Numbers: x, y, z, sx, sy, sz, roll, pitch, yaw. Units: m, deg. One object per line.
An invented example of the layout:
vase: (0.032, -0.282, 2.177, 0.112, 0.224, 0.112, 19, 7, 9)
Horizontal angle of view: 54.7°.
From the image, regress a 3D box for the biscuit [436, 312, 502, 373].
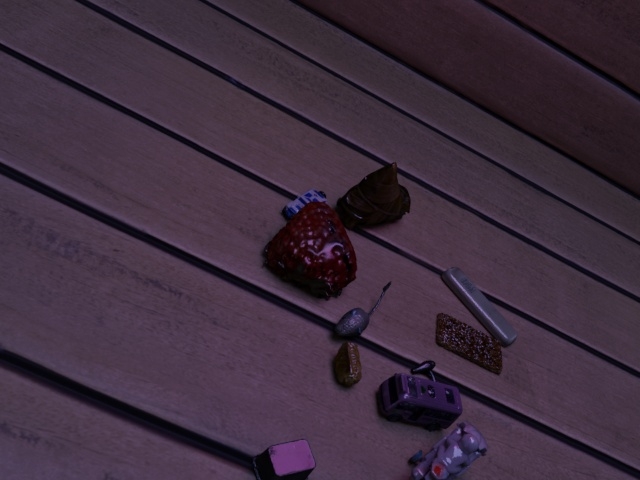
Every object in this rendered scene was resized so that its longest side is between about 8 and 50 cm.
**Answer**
biscuit: (0.450, 0.307, 1.859, 0.231, 0.025, 0.131, 26, 40, -10)

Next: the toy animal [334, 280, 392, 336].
toy animal: (0.122, 0.200, 1.696, 0.253, 0.079, 0.070, -31, 93, -47)

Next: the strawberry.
strawberry: (0.011, 0.015, 1.721, 0.253, 0.150, 0.280, 39, 52, 0)

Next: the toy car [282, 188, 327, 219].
toy car: (-0.039, -0.108, 1.904, 0.080, 0.070, 0.171, 42, 41, 9)

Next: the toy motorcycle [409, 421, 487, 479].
toy motorcycle: (0.308, 0.503, 1.449, 0.260, 0.171, 0.110, -18, 60, -47)

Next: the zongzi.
zongzi: (0.230, -0.165, 1.975, 0.286, 0.288, 0.134, -12, 63, -42)

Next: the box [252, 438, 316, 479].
box: (-0.072, 0.467, 1.297, 0.122, 0.069, 0.084, -1, 49, -35)

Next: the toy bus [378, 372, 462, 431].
toy bus: (0.251, 0.403, 1.555, 0.199, 0.108, 0.096, 18, 42, -19)

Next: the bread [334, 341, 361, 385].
bread: (0.069, 0.315, 1.560, 0.066, 0.060, 0.110, 5, 49, -13)

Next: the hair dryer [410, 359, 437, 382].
hair dryer: (0.293, 0.372, 1.687, 0.079, 0.031, 0.083, -14, 67, -30)

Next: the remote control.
remote control: (0.514, 0.207, 1.993, 0.090, 0.038, 0.309, -21, 64, -47)
